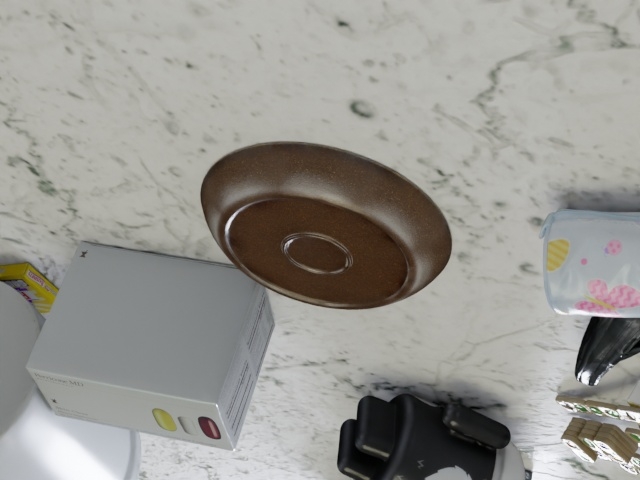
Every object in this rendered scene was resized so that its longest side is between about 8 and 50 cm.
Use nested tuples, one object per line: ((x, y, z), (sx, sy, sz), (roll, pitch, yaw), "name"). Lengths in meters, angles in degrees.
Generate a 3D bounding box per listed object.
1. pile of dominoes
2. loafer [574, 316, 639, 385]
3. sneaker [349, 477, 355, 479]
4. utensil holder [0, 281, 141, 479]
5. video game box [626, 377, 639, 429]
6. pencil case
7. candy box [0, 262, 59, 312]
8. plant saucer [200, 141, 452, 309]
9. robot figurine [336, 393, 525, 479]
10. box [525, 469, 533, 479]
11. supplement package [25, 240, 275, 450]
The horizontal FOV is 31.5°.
((0.436, 0.288, 1.518), (0.196, 0.040, 0.251), (43, 160, -23), "pile of dominoes")
((0.356, 0.111, 1.336), (0.078, 0.076, 0.223), (20, 145, 8), "loafer")
((0.183, 0.410, 1.838), (0.330, 0.122, 0.146), (31, 167, -9), "sneaker")
((-0.482, 0.271, 1.699), (0.327, 0.328, 0.385), (6, 150, 16), "utensil holder")
((0.515, 0.269, 1.474), (0.205, 0.048, 0.187), (19, 158, 37), "video game box")
((0.365, 0.020, 1.162), (0.273, 0.113, 0.124), (-2, 133, 26), "pencil case")
((-0.484, 0.077, 1.702), (0.205, 0.027, 0.105), (-5, 146, 30), "candy box")
((0.000, 0.000, 1.354), (0.310, 0.050, 0.311), (11, 148, 7), "plant saucer")
((0.164, 0.332, 1.664), (0.278, 0.174, 0.209), (24, 165, -12), "robot figurine")
((0.299, 0.387, 1.834), (0.067, 0.018, 0.083), (17, 148, 1), "box")
((-0.219, 0.139, 1.514), (0.261, 0.204, 0.145), (9, 146, 13), "supplement package")
